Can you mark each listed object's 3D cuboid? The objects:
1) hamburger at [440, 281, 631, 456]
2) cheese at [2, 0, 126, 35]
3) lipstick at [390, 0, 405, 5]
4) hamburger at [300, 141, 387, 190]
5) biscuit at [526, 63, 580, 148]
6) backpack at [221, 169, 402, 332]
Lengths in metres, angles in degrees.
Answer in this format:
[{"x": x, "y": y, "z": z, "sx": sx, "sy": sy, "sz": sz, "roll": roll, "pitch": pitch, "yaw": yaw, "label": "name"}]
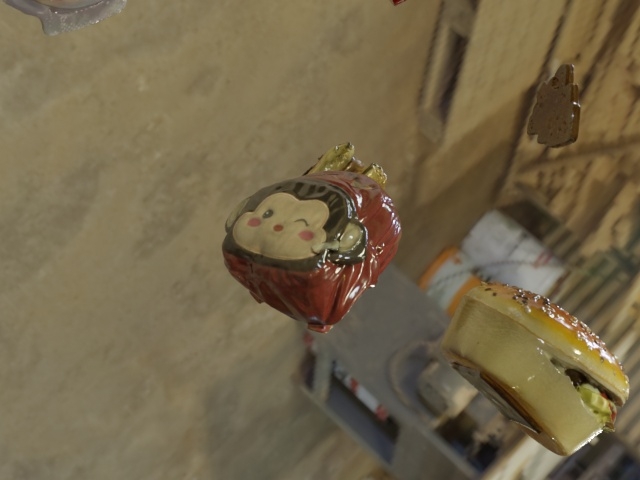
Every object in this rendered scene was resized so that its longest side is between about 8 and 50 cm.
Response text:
[{"x": 0.325, "y": 0.184, "z": 1.710, "sx": 0.176, "sy": 0.300, "sz": 0.300, "roll": -49, "pitch": 160, "yaw": -5, "label": "hamburger"}, {"x": -0.141, "y": -0.217, "z": 0.649, "sx": 0.135, "sy": 0.052, "sz": 0.245, "roll": -28, "pitch": 150, "yaw": -26, "label": "cheese"}, {"x": 0.203, "y": -0.398, "z": 1.471, "sx": 0.279, "sy": 0.073, "sz": 0.073, "roll": -27, "pitch": 159, "yaw": 3, "label": "lipstick"}, {"x": 0.005, "y": -0.055, "z": 1.908, "sx": 0.262, "sy": 0.124, "sz": 0.131, "roll": -42, "pitch": -170, "yaw": 52, "label": "hamburger"}, {"x": 0.323, "y": -0.171, "z": 1.542, "sx": 0.019, "sy": 0.130, "sz": 0.119, "roll": 11, "pitch": 129, "yaw": -19, "label": "biscuit"}, {"x": 0.000, "y": -0.002, "z": 1.438, "sx": 0.229, "sy": 0.229, "sz": 0.139, "roll": -39, "pitch": 133, "yaw": -24, "label": "backpack"}]
